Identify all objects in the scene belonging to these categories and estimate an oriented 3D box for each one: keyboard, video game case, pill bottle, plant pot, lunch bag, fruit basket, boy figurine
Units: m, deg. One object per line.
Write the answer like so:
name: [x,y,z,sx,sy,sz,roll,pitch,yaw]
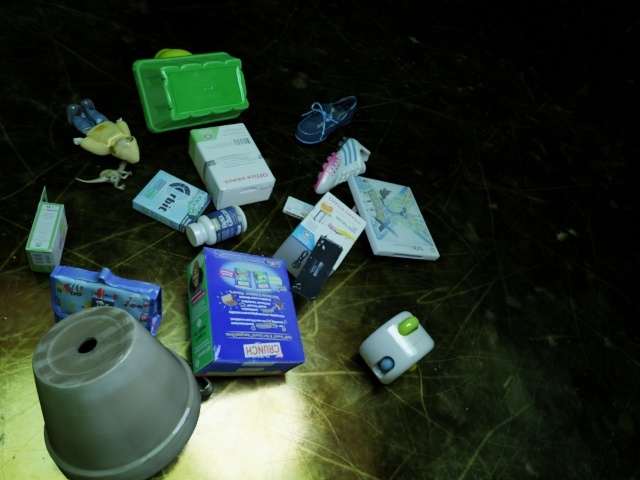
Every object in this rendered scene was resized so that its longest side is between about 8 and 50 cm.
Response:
keyboard: [-0.023,0.072,1.327,0.108,0.023,0.180,30,87,-10]
video game case: [0.266,-0.082,1.692,0.300,0.036,0.328,6,53,-35]
pill bottle: [-0.322,-0.042,1.436,0.169,0.094,0.094,-25,68,-33]
plant pot: [-0.440,0.296,0.966,0.323,0.280,0.323,-2,41,2]
lunch bag: [-0.498,0.146,1.103,0.221,0.293,0.138,15,52,-11]
fruit basket: [-0.486,-0.559,1.685,0.392,0.282,0.392,-7,19,3]
boy figurine: [-0.692,-0.337,1.486,0.285,0.092,0.177,38,51,20]

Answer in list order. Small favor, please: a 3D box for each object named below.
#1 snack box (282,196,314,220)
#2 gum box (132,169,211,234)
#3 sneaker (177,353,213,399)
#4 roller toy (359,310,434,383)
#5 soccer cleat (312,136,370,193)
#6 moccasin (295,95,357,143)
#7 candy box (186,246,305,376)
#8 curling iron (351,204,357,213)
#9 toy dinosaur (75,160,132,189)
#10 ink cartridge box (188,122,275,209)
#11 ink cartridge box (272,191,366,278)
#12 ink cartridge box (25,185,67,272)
snack box: [-0.039,-0.094,1.630,0.178,0.022,0.064,23,52,-5]
gum box: [-0.467,-0.123,1.470,0.184,0.041,0.157,26,51,-2]
sneaker: [-0.347,0.327,1.177,0.188,0.071,0.066,33,51,2]
roller toy: [0.223,0.313,1.338,0.191,0.209,0.146,-38,72,-1]
soccer cleat: [0.091,-0.273,1.750,0.143,0.116,0.331,31,51,1]
moccasin: [0.022,-0.511,1.891,0.138,0.116,0.342,39,52,8]
candy box: [-0.206,0.197,1.254,0.268,0.122,0.317,13,49,-37]
curling iron: [0.143,-0.140,1.719,0.035,0.068,0.274,28,46,1]
toy dinosaur: [-0.656,-0.196,1.453,0.093,0.053,0.183,26,41,17]
ink cartridge box: [-0.305,-0.254,1.580,0.198,0.114,0.272,-16,63,-29]
ink cartridge box: [0.000,0.000,1.473,0.171,0.168,0.232,40,51,-2]
ink cartridge box: [-0.730,-0.030,1.256,0.062,0.109,0.209,5,54,-19]
